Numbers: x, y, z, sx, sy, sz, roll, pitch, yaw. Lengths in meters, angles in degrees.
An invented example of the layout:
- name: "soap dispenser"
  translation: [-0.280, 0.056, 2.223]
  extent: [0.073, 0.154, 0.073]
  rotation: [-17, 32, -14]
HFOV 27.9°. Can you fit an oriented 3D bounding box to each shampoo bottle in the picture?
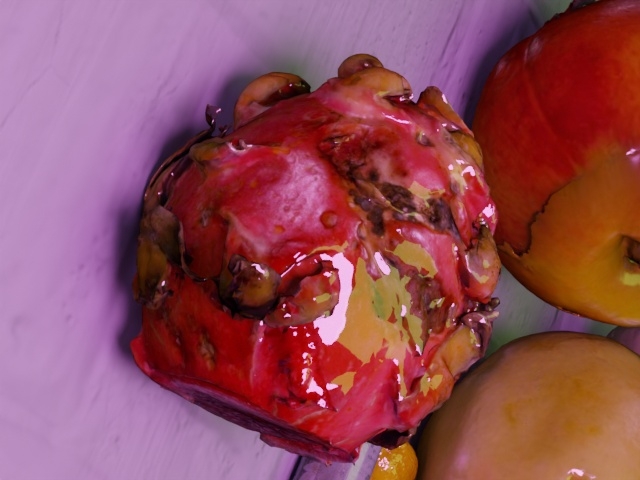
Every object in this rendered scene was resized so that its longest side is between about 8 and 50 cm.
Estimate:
- name: "shampoo bottle"
  translation: [-0.001, 0.238, 1.152]
  extent: [0.072, 0.072, 0.214]
  rotation: [51, 56, -49]

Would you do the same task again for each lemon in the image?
- name: "lemon"
  translation: [0.060, 0.213, 1.240]
  extent: [0.065, 0.065, 0.092]
  rotation: [-58, 145, -31]

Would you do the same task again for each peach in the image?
- name: "peach"
  translation: [0.317, -0.097, 1.323]
  extent: [0.370, 0.370, 0.370]
  rotation: [-20, 114, -53]
- name: "peach"
  translation: [0.241, 0.245, 1.319]
  extent: [0.314, 0.281, 0.315]
  rotation: [60, 41, -40]

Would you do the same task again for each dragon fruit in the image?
- name: "dragon fruit"
  translation: [0.000, 0.000, 0.941]
  extent: [0.269, 0.250, 0.291]
  rotation: [34, 75, -35]

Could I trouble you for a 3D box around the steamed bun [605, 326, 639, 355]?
- name: "steamed bun"
  translation: [0.399, 0.282, 1.598]
  extent: [0.342, 0.255, 0.367]
  rotation: [59, 32, -52]
